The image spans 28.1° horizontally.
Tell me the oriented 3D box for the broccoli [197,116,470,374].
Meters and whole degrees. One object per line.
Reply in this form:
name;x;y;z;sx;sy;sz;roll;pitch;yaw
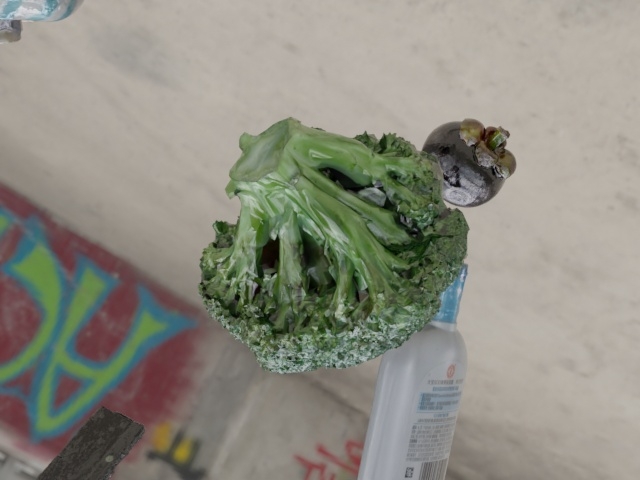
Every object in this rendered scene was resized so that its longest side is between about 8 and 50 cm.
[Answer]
broccoli;0.000;0.000;1.343;0.308;0.308;0.275;4;148;47

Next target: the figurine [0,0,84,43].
figurine;-0.215;-0.390;1.471;0.377;0.266;0.361;10;116;3

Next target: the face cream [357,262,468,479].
face cream;0.130;0.188;1.666;0.080;0.337;0.163;13;-176;36

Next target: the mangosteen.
mangosteen;0.224;-0.122;1.897;0.137;0.137;0.151;34;134;-22

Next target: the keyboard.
keyboard;-0.239;0.233;1.168;0.060;0.195;0.018;23;146;28
